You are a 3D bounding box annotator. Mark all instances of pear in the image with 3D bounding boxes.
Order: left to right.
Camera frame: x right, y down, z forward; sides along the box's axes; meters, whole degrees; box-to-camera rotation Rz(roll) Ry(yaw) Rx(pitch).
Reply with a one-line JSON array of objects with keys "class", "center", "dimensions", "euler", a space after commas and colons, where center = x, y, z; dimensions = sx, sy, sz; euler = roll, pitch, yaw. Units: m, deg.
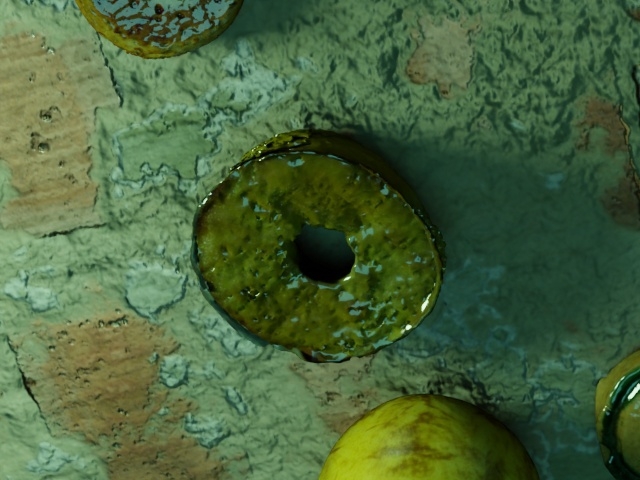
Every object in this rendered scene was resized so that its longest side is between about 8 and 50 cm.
[{"class": "pear", "center": [0.117, 0.314, 1.485], "dimensions": [0.280, 0.281, 0.281], "euler": [2, 116, 4]}]

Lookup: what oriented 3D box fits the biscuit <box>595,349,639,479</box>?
[{"class": "biscuit", "center": [0.482, 0.182, 1.499], "dimensions": [0.343, 0.057, 0.287], "euler": [1, 116, 4]}]

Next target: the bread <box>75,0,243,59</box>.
[{"class": "bread", "center": [-0.162, -0.272, 1.335], "dimensions": [0.193, 0.064, 0.193], "euler": [-1, 115, -2]}]

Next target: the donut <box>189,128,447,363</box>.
[{"class": "donut", "center": [0.000, 0.000, 1.433], "dimensions": [0.272, 0.107, 0.272], "euler": [2, 121, 4]}]
